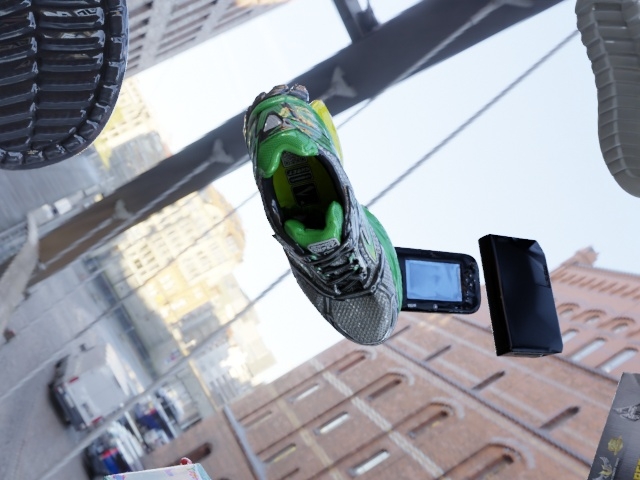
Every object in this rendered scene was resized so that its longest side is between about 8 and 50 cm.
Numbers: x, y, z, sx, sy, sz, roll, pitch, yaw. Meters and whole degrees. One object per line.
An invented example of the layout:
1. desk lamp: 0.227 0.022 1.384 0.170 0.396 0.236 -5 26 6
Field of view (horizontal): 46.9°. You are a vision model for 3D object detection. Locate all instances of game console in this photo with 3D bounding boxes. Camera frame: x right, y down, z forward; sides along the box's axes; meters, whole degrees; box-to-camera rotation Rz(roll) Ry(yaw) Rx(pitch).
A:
1. game console: 0.252 0.088 1.236 0.044 0.361 0.213 -37 -127 55

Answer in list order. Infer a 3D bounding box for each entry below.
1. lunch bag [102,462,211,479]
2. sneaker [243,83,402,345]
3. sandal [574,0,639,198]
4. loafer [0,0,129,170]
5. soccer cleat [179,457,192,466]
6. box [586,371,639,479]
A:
1. lunch bag: -0.223 0.489 1.141 0.262 0.160 0.223 43 15 33
2. sneaker: 0.000 0.000 0.858 0.146 0.134 0.344 -91 157 -59
3. sandal: 0.573 -0.274 1.305 0.169 0.102 0.416 1 -62 46
4. loafer: -0.209 -0.222 0.482 0.130 0.133 0.366 50 -37 48
5. soccer cleat: -0.276 0.483 1.552 0.036 0.029 0.083 -89 165 -59
6. box: 0.573 0.345 1.252 0.056 0.231 0.183 37 -20 -27
